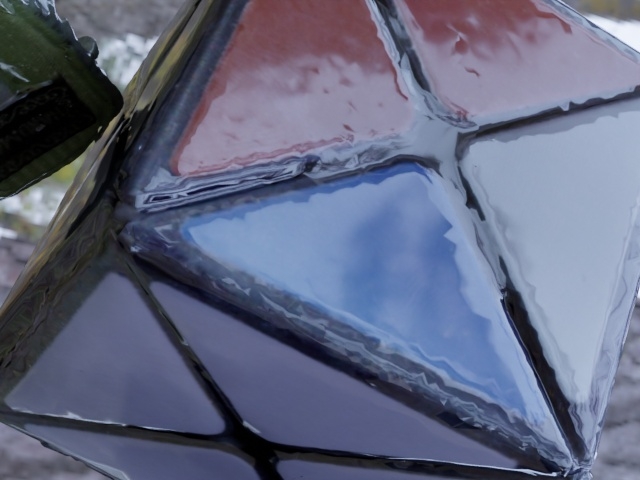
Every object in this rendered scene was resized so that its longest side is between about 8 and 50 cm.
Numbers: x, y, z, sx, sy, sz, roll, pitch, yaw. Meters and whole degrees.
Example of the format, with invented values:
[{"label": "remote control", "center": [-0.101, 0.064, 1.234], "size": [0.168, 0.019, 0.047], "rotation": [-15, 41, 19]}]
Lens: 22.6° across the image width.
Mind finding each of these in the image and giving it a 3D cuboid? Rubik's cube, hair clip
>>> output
[{"label": "Rubik's cube", "center": [0.000, 0.000, 0.987], "size": [0.310, 0.305, 0.307], "rotation": [-46, -161, 54]}, {"label": "hair clip", "center": [-0.215, -0.112, 0.860], "size": [0.138, 0.321, 0.091], "rotation": [-37, -107, 0]}]
